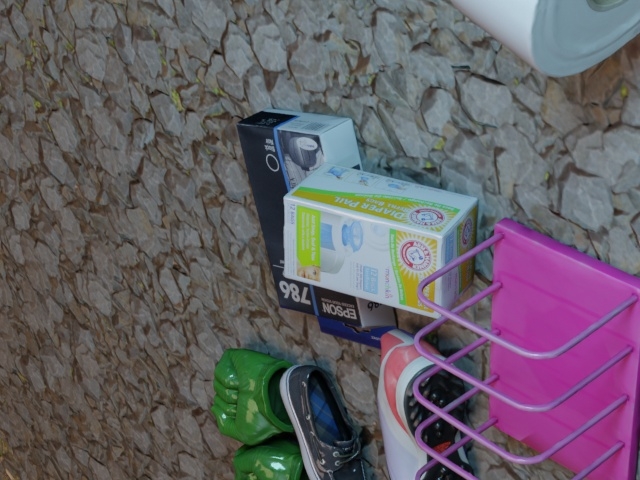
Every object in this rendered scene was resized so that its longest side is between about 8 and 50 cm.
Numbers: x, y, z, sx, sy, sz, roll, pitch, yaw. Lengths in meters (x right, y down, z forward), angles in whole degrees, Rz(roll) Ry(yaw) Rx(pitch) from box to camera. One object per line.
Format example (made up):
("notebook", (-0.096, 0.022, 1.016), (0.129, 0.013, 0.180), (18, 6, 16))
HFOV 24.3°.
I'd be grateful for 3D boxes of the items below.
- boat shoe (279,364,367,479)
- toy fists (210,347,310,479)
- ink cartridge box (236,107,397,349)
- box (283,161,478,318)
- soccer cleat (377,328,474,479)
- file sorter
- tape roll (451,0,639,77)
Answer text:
("boat shoe", (0.020, 0.274, 2.051), (0.076, 0.080, 0.228), (-22, 89, 56))
("toy fists", (-0.080, 0.287, 2.161), (0.142, 0.096, 0.279), (5, 119, 51))
("ink cartridge box", (0.000, 0.000, 1.887), (0.165, 0.065, 0.332), (10, 123, 47))
("box", (0.070, -0.002, 1.710), (0.203, 0.103, 0.114), (15, 123, 23))
("soccer cleat", (0.126, 0.258, 1.896), (0.116, 0.109, 0.318), (-131, 29, -51))
("file sorter", (0.218, 0.166, 1.627), (0.202, 0.182, 0.290), (28, 134, 38))
("tape roll", (0.232, -0.276, 1.210), (0.100, 0.286, 0.286), (43, 141, 24))
